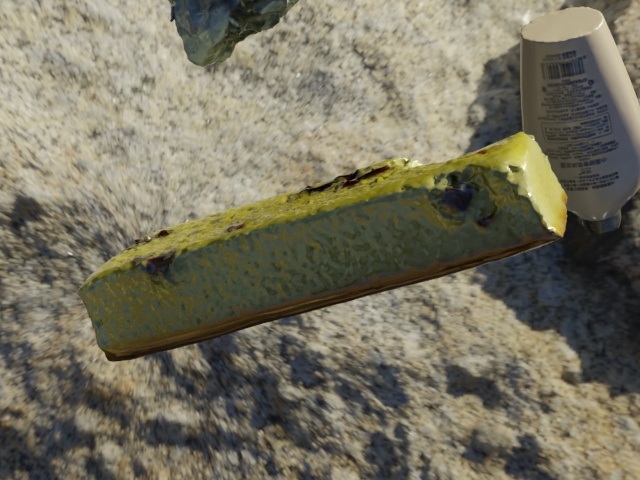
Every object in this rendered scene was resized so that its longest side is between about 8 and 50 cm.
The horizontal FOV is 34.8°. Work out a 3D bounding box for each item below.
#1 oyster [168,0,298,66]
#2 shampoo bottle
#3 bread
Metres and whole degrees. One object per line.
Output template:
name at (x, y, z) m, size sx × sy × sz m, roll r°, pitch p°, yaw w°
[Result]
oyster at (-0.032, -0.172, 0.450) m, size 0.125 × 0.064 × 0.177 m, roll -6°, pitch 109°, yaw 28°
shampoo bottle at (0.271, -0.111, 1.050) m, size 0.127 × 0.078 × 0.256 m, roll -8°, pitch 127°, yaw 18°
bread at (0.000, 0.000, 0.467) m, size 0.226 × 0.088 × 0.049 m, roll -16°, pitch 102°, yaw 24°
